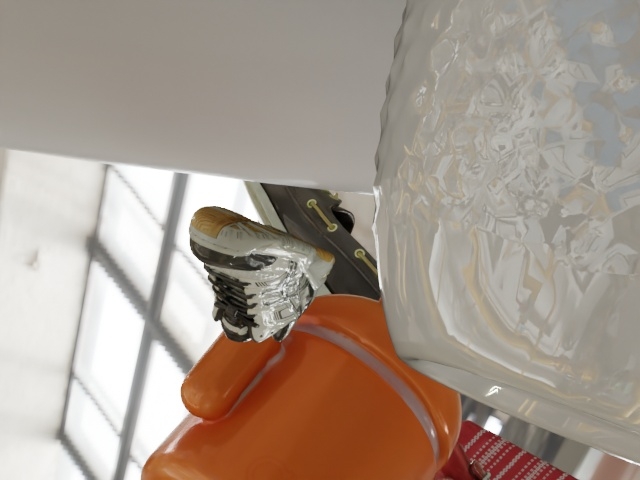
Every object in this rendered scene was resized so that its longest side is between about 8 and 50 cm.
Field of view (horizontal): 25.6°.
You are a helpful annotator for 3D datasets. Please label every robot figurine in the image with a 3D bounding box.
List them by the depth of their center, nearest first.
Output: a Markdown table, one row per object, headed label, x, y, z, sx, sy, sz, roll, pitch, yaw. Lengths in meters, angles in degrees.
| label | x | y | z | sx | sy | sz | roll | pitch | yaw |
| --- | --- | --- | --- | --- | --- | --- | --- | --- | --- |
| robot figurine | -0.008 | 0.118 | 0.758 | 0.158 | 0.128 | 0.219 | 41 | -121 | 3 |

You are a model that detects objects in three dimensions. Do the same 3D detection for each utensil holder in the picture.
| label | x | y | z | sx | sy | sz | roll | pitch | yaw |
| --- | --- | --- | --- | --- | --- | --- | --- | --- | --- |
| utensil holder | -0.077 | -0.202 | 0.941 | 0.386 | 0.327 | 0.327 | 7 | -142 | 0 |

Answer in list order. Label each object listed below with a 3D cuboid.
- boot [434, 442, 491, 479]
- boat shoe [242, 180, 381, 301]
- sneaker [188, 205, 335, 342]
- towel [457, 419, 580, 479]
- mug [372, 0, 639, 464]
| label | x | y | z | sx | sy | sz | roll | pitch | yaw |
| --- | --- | --- | --- | --- | --- | --- | --- | --- | --- |
| boot | 0.131 | 0.206 | 0.855 | 0.088 | 0.244 | 0.176 | -19 | -92 | -31 |
| boat shoe | 0.000 | 0.000 | 1.163 | 0.069 | 0.081 | 0.227 | -28 | -129 | -5 |
| sneaker | -0.019 | 0.013 | 0.415 | 0.032 | 0.037 | 0.083 | 25 | 180 | 20 |
| towel | 0.189 | 0.312 | 1.506 | 0.199 | 0.031 | 0.275 | -42 | -138 | -21 |
| mug | 0.211 | -0.050 | 0.642 | 0.374 | 0.328 | 0.276 | 25 | 172 | -14 |
